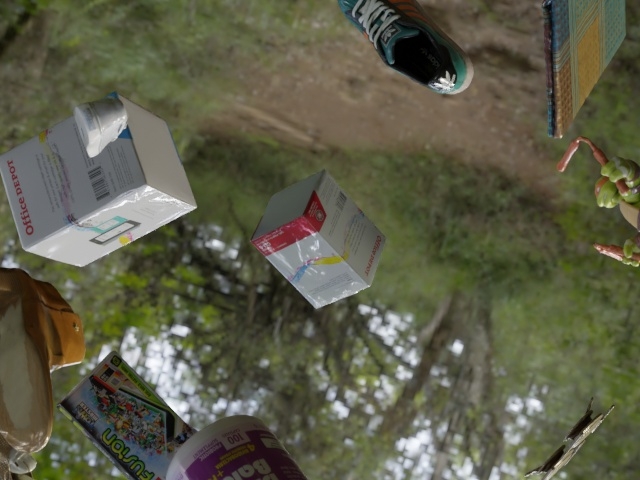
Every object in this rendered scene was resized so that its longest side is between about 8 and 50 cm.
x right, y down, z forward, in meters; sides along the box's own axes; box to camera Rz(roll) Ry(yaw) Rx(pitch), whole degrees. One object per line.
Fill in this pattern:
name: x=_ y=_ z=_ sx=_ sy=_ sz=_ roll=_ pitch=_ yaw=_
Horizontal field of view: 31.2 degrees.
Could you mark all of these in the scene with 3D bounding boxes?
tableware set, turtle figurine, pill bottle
tableware set: x=0.446 y=0.370 z=2.090 sx=0.039 sy=0.194 sz=0.128 roll=44 pitch=-138 yaw=20
turtle figurine: x=0.385 y=-0.016 z=1.282 sx=0.217 sy=0.087 sz=0.269 roll=40 pitch=169 yaw=37
pill bottle: x=-0.068 y=0.389 z=1.522 sx=0.169 sy=0.169 sz=0.301 roll=14 pitch=-154 yaw=-48

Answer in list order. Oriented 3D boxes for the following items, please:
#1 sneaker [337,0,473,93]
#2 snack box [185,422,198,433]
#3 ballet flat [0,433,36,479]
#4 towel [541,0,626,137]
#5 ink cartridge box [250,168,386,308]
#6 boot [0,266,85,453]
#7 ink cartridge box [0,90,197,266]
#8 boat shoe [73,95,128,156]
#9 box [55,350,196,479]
sneaker: x=0.132 y=-0.367 z=1.988 sx=0.302 sy=0.108 sz=0.121 roll=42 pitch=-159 yaw=19
snack box: x=-0.244 y=0.340 z=1.950 sx=0.178 sy=0.064 sz=0.022 roll=33 pitch=-172 yaw=10
ballet flat: x=-0.522 y=0.408 z=2.002 sx=0.067 sy=0.206 sz=0.073 roll=1 pitch=-153 yaw=21
towel: x=0.453 y=-0.379 z=1.963 sx=0.040 sy=0.271 sz=0.370 roll=11 pitch=-139 yaw=28
ink cartridge box: x=0.000 y=0.000 z=1.909 sx=0.127 sy=0.128 sz=0.176 roll=-26 pitch=117 yaw=36
boot: x=-0.397 y=0.169 z=1.648 sx=0.295 sy=0.104 sz=0.211 roll=66 pitch=-166 yaw=20
ink cartridge box: x=-0.411 y=-0.106 z=2.106 sx=0.270 sy=0.198 sz=0.197 roll=-26 pitch=162 yaw=15
boat shoe: x=-0.270 y=-0.149 z=1.427 sx=0.063 sy=0.066 sz=0.184 roll=-19 pitch=178 yaw=-12
box: x=-0.271 y=0.273 z=1.670 sx=0.207 sy=0.114 sz=0.036 roll=47 pitch=155 yaw=-8
